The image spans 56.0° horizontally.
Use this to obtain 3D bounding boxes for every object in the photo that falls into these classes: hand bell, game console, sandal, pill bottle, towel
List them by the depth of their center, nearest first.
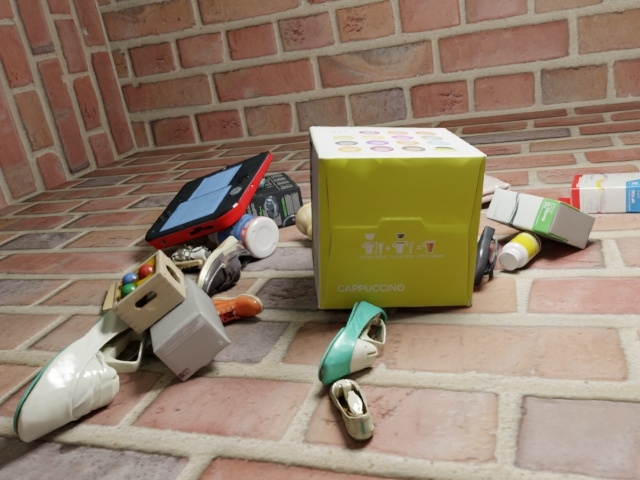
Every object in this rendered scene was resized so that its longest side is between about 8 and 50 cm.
[{"bbox_3d":[0.472,0.027,1.432,0.065,0.065,0.116,8,27,41],"label":"pill bottle"},{"bbox_3d":[0.399,0.030,1.434,0.055,0.097,0.254,24,30,11],"label":"sandal"},{"bbox_3d":[0.000,0.000,1.722,0.126,0.126,0.242,-10,33,-1],"label":"hand bell"},{"bbox_3d":[-0.241,-0.020,1.813,0.222,0.124,0.124,8,27,42],"label":"pill bottle"},{"bbox_3d":[-0.353,-0.130,1.887,0.387,0.060,0.341,-15,38,32],"label":"game console"},{"bbox_3d":[0.402,-0.158,1.962,0.317,0.053,0.332,-17,21,-8],"label":"towel"}]

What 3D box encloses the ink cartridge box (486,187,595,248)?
[{"bbox_3d":[0.547,-0.058,1.509,0.153,0.086,0.208,16,4,-32],"label":"ink cartridge box"}]

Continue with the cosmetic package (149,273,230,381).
[{"bbox_3d":[-0.286,0.178,1.278,0.127,0.107,0.238,-41,22,-6],"label":"cosmetic package"}]

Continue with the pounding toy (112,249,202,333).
[{"bbox_3d":[-0.357,0.074,1.319,0.181,0.094,0.206,-38,25,1],"label":"pounding toy"}]

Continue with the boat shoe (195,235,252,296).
[{"bbox_3d":[-0.253,0.077,1.597,0.093,0.102,0.285,25,24,0],"label":"boat shoe"}]

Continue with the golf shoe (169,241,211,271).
[{"bbox_3d":[-0.372,0.063,1.743,0.094,0.077,0.198,-35,23,-28],"label":"golf shoe"}]

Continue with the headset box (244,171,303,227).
[{"bbox_3d":[-0.221,-0.121,2.066,0.283,0.131,0.246,-14,21,-12],"label":"headset box"}]

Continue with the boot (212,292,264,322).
[{"bbox_3d":[-0.207,0.167,1.396,0.158,0.059,0.084,-8,21,31],"label":"boot"}]

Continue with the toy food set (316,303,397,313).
[{"bbox_3d":[0.095,0.121,1.393,0.192,0.038,0.132,1,23,27],"label":"toy food set"}]

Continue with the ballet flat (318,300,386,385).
[{"bbox_3d":[0.075,0.194,1.152,0.087,0.083,0.247,12,28,17],"label":"ballet flat"}]

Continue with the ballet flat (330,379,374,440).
[{"bbox_3d":[0.053,0.265,1.003,0.057,0.052,0.168,-14,20,-11],"label":"ballet flat"}]

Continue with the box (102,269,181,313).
[{"bbox_3d":[-0.482,0.138,1.648,0.201,0.021,0.164,-12,20,-7],"label":"box"}]

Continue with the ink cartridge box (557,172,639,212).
[{"bbox_3d":[0.787,-0.134,1.702,0.231,0.077,0.134,0,22,27],"label":"ink cartridge box"}]

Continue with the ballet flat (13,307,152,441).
[{"bbox_3d":[-0.438,0.250,1.195,0.139,0.139,0.400,-6,19,10],"label":"ballet flat"}]

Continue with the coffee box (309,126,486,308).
[{"bbox_3d":[0.150,-0.064,1.367,0.338,0.337,0.334,-1,21,-4],"label":"coffee box"}]

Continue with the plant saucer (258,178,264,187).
[{"bbox_3d":[-0.281,-0.177,2.029,0.192,0.018,0.067,-10,21,2],"label":"plant saucer"}]
